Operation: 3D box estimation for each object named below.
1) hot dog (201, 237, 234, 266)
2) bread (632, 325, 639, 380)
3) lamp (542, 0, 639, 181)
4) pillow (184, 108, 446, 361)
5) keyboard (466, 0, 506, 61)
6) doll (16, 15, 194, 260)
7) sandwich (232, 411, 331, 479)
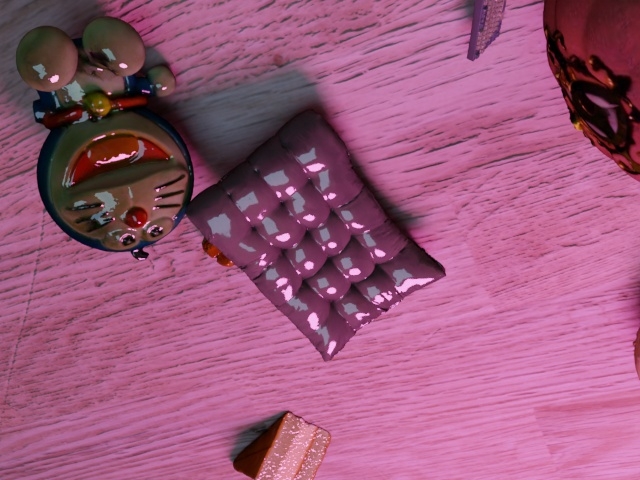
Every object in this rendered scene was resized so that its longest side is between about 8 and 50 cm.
[{"bbox_3d":[-0.117,-0.018,0.984,0.071,0.045,0.165,38,122,-21],"label":"hot dog"},{"bbox_3d":[0.611,0.155,0.938,0.306,0.158,0.305,5,129,6],"label":"bread"},{"bbox_3d":[0.370,-0.196,0.642,0.240,0.305,0.305,-35,116,8],"label":"lamp"},{"bbox_3d":[0.000,0.000,0.916,0.228,0.101,0.326,-39,112,2],"label":"pillow"},{"bbox_3d":[0.190,-0.274,0.708,0.014,0.055,0.176,38,162,21],"label":"keyboard"},{"bbox_3d":[-0.274,-0.122,0.851,0.199,0.186,0.321,-13,109,-20],"label":"doll"},{"bbox_3d":[-0.084,0.433,1.328,0.117,0.144,0.187,33,159,-15],"label":"sandwich"}]
